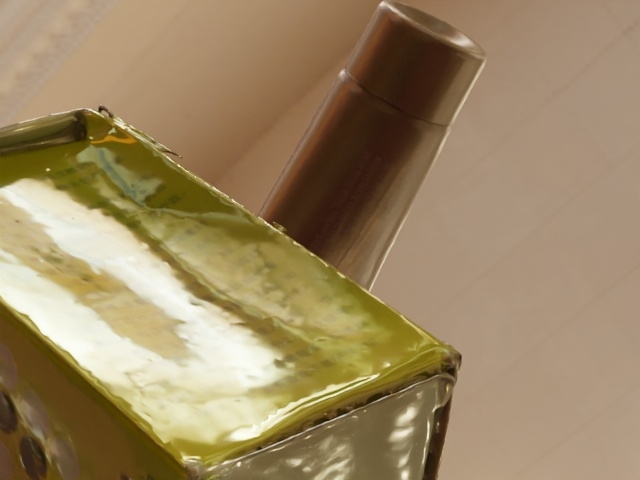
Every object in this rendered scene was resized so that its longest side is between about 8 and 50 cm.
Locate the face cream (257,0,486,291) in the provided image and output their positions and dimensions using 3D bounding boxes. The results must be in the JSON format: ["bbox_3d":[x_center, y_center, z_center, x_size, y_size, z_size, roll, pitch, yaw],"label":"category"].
[{"bbox_3d":[0.000,0.000,1.252,0.084,0.137,0.341,46,-66,47],"label":"face cream"}]

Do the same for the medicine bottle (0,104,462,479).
[{"bbox_3d":[-0.082,0.065,0.743,0.250,0.141,0.137,34,-49,37],"label":"medicine bottle"}]
